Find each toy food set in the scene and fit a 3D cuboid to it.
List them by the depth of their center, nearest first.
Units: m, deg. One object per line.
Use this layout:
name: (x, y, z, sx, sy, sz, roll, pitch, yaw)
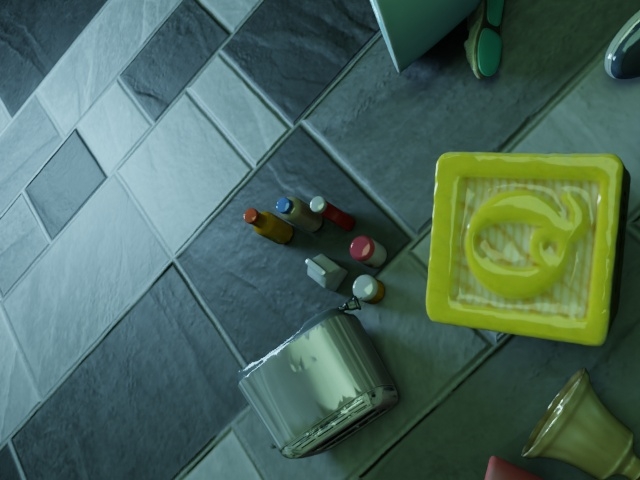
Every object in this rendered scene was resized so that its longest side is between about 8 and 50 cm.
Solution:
toy food set: (0.000, 0.000, 0.919, 0.232, 0.104, 0.111, 37, 95, 31)

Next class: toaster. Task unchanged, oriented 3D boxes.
toaster: (0.006, 0.199, 0.849, 0.227, 0.129, 0.146, -37, 66, 12)

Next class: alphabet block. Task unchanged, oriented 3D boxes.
alphabet block: (0.247, 0.000, 0.710, 0.192, 0.197, 0.193, 4, 94, 30)

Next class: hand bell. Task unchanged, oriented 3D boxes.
hand bell: (0.361, 0.264, 0.668, 0.242, 0.126, 0.126, 36, 94, 19)

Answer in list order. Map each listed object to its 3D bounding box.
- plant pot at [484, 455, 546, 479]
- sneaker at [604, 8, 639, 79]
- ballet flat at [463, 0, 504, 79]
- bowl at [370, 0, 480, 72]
plant pot: (0.253, 0.385, 0.596, 0.243, 0.275, 0.275, 15, 83, 19)
sneaker: (0.471, -0.240, 0.718, 0.226, 0.086, 0.163, -29, 38, 18)
ballet flat: (0.244, -0.311, 0.919, 0.052, 0.057, 0.168, -9, 65, 57)
bowl: (0.132, -0.417, 0.866, 0.163, 0.311, 0.311, -20, 67, 12)
